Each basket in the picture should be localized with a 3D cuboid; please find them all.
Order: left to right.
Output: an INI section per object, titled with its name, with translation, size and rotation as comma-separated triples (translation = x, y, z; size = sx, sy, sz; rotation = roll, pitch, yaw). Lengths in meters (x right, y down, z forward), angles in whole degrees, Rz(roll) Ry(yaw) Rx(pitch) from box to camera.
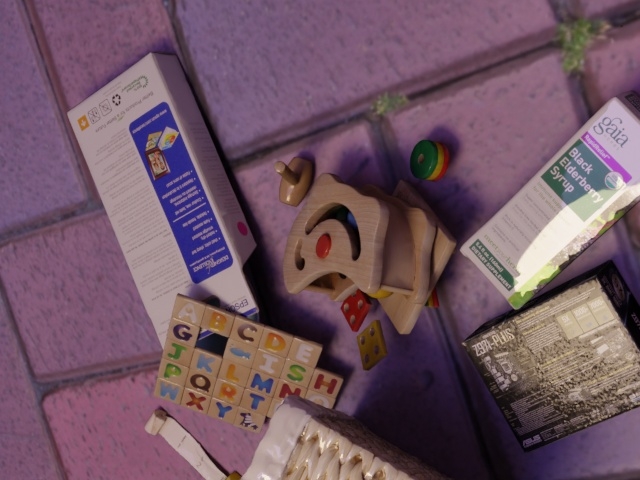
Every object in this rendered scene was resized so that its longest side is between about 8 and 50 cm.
[basket]
translation = 0.038, 0.384, 1.059
size = 0.266, 0.331, 0.328
rotation = 23, 83, 20

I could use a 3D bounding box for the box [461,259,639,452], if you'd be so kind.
[box]
translation = 0.276, 0.131, 1.061
size = 0.180, 0.077, 0.147
rotation = -33, 85, 31

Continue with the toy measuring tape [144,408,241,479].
[toy measuring tape]
translation = -0.155, 0.378, 1.348
size = 0.330, 0.121, 0.121
rotation = 42, 119, 15

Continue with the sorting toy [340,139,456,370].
[sorting toy]
translation = 0.108, 0.027, 1.120
size = 0.274, 0.046, 0.132
rotation = -66, 33, 26

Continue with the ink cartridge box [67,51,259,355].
[ink cartridge box]
translation = -0.203, -0.048, 1.280
size = 0.176, 0.069, 0.371
rotation = -27, 81, 30

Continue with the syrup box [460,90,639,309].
[syrup box]
translation = 0.270, -0.043, 1.012
size = 0.093, 0.096, 0.237
rotation = 48, 121, 11

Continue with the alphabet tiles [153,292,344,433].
[alphabet tiles]
translation = -0.096, 0.181, 1.259
size = 0.237, 0.009, 0.198
rotation = 20, 128, 1

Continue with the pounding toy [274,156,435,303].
[pounding toy]
translation = 0.000, 0.000, 1.111
size = 0.269, 0.155, 0.154
rotation = 33, 108, 59

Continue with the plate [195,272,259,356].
[plate]
translation = -0.159, 0.097, 1.333
size = 0.188, 0.024, 0.188
rotation = 6, 104, 28
